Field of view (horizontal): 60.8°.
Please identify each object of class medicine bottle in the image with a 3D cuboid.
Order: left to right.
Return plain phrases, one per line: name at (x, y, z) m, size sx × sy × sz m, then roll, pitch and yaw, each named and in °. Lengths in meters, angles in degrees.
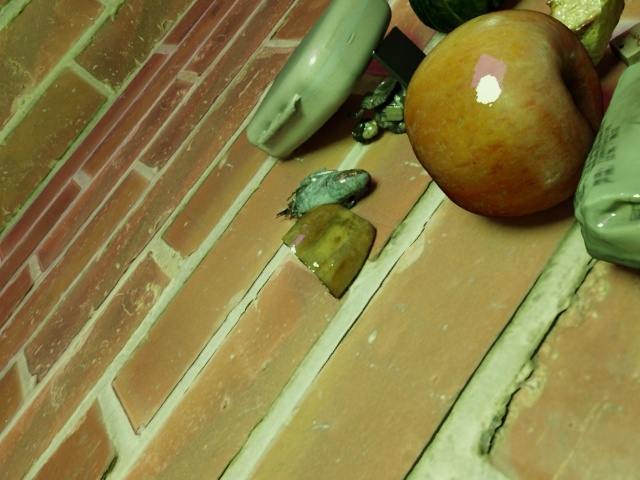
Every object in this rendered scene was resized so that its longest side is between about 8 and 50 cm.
medicine bottle at (-0.013, -0.318, 1.075) m, size 0.375 × 0.123 × 0.282 m, roll -27°, pitch 35°, yaw 64°

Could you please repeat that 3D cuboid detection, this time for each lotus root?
lotus root at (0.003, -0.001, 0.897) m, size 0.159 × 0.095 × 0.135 m, roll 27°, pitch 76°, yaw 46°

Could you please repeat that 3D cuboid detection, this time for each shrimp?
shrimp at (-0.007, -0.080, 0.992) m, size 0.233 × 0.079 × 0.090 m, roll -20°, pitch 83°, yaw 40°

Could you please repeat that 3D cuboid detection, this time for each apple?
apple at (0.223, -0.152, 0.694) m, size 0.254 × 0.253 × 0.253 m, roll -26°, pitch 43°, yaw 27°

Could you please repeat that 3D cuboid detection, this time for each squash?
squash at (0.261, -0.487, 0.991) m, size 0.218 × 0.172 × 0.218 m, roll -35°, pitch 19°, yaw 15°

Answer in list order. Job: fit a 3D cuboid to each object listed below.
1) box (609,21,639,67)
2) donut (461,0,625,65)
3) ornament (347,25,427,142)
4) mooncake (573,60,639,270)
box at (0.448, -0.278, 0.746) m, size 0.083 × 0.024 × 0.053 m, roll -32°, pitch 40°, yaw 23°
donut at (0.324, -0.276, 0.780) m, size 0.217 × 0.141 × 0.085 m, roll -8°, pitch 62°, yaw 51°
ornament at (0.113, -0.230, 0.961) m, size 0.196 × 0.166 × 0.153 m, roll -42°, pitch 11°, yaw 41°
mooncake at (0.392, -0.063, 0.522) m, size 0.250 × 0.136 × 0.254 m, roll 15°, pitch 65°, yaw 48°
